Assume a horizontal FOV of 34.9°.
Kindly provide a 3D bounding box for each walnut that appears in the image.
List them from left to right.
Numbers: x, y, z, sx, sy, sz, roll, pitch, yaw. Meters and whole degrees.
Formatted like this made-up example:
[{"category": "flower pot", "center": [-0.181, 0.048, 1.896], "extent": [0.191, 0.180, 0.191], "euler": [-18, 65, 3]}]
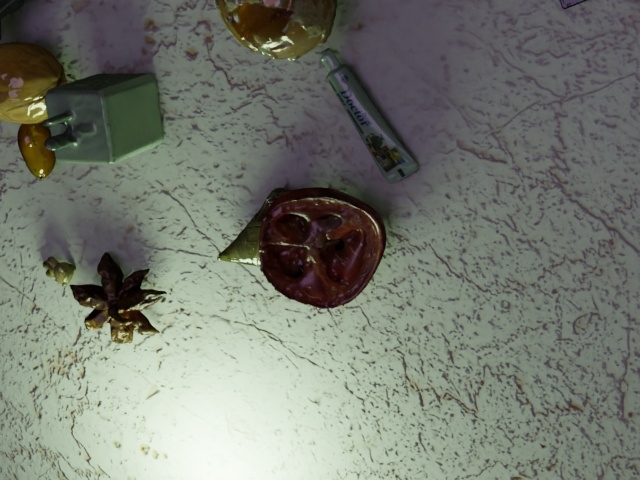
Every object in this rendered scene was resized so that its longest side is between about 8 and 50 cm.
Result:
[{"category": "walnut", "center": [-0.584, -0.303, 1.952], "extent": [0.207, 0.159, 0.159], "euler": [3, 111, 28]}]

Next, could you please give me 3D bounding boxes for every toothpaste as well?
[{"category": "toothpaste", "center": [0.075, -0.212, 1.712], "extent": [0.067, 0.037, 0.255], "euler": [-28, 99, 33]}]

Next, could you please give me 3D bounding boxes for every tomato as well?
[{"category": "tomato", "center": [0.002, -0.003, 1.774], "extent": [0.228, 0.101, 0.227], "euler": [0, 118, -1]}]

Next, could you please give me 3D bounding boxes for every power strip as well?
[{"category": "power strip", "center": [-0.408, -0.217, 1.849], "extent": [0.140, 0.224, 0.139], "euler": [5, 112, 26]}]

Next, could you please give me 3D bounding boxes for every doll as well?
[{"category": "doll", "center": [-0.559, 0.065, 2.147], "extent": [0.093, 0.051, 0.061], "euler": [-1, 116, 29]}]

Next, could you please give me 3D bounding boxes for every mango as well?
[{"category": "mango", "center": [-0.570, -0.184, 2.037], "extent": [0.063, 0.077, 0.127], "euler": [6, 119, 29]}]

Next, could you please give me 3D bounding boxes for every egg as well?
[{"category": "egg", "center": [-0.075, -0.400, 1.622], "extent": [0.195, 0.195, 0.233], "euler": [-30, 96, 33]}]

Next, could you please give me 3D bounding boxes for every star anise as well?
[{"category": "star anise", "center": [-0.417, 0.129, 2.073], "extent": [0.196, 0.111, 0.212], "euler": [51, 131, 10]}]

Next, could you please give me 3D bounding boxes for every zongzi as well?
[{"category": "zongzi", "center": [-0.117, -0.026, 1.865], "extent": [0.176, 0.078, 0.160], "euler": [10, 109, 28]}]

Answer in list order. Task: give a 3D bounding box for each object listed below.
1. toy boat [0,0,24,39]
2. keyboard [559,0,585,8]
[{"category": "toy boat", "center": [-0.599, -0.446, 1.923], "extent": [0.260, 0.078, 0.085], "euler": [-36, 129, 13]}, {"category": "keyboard", "center": [0.415, -0.386, 1.474], "extent": [0.155, 0.010, 0.053], "euler": [-16, 102, 32]}]
